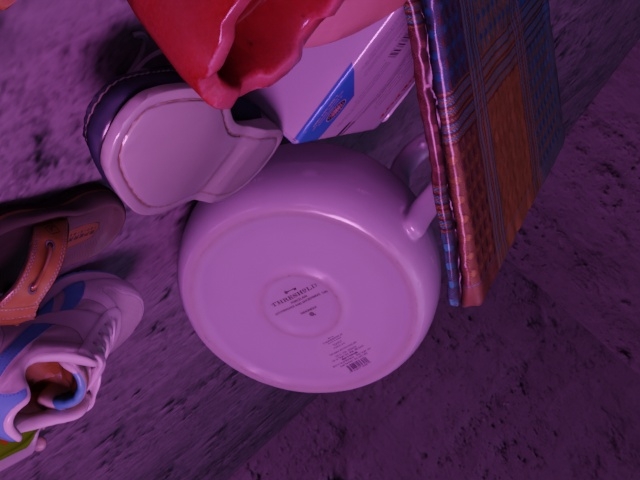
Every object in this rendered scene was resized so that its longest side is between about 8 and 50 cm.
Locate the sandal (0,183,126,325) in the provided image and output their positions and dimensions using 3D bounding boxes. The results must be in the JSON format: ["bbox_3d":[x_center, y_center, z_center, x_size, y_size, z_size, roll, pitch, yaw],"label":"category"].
[{"bbox_3d":[-0.195,0.022,0.747,0.090,0.060,0.219,-53,167,28],"label":"sandal"}]

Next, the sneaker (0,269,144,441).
[{"bbox_3d":[-0.197,0.089,0.849,0.228,0.092,0.087,-30,141,-61],"label":"sneaker"}]

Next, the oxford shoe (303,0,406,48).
[{"bbox_3d":[0.088,-0.254,0.667,0.397,0.140,0.146,-41,162,-33],"label":"oxford shoe"}]

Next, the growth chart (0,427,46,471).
[{"bbox_3d":[-0.259,0.146,1.040,0.237,0.021,0.172,-53,168,30],"label":"growth chart"}]

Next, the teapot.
[{"bbox_3d":[0.000,0.000,1.036,0.187,0.256,0.253,-75,174,-52],"label":"teapot"}]

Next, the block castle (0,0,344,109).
[{"bbox_3d":[-0.190,0.010,0.341,0.453,0.213,0.303,-47,168,2],"label":"block castle"}]

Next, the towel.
[{"bbox_3d":[0.143,-0.141,0.938,0.370,0.040,0.272,-49,132,-58],"label":"towel"}]

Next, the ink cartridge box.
[{"bbox_3d":[0.029,-0.158,0.898,0.140,0.082,0.190,-51,170,20],"label":"ink cartridge box"}]

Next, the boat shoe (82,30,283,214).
[{"bbox_3d":[-0.095,-0.078,0.730,0.095,0.079,0.254,-52,170,14],"label":"boat shoe"}]
